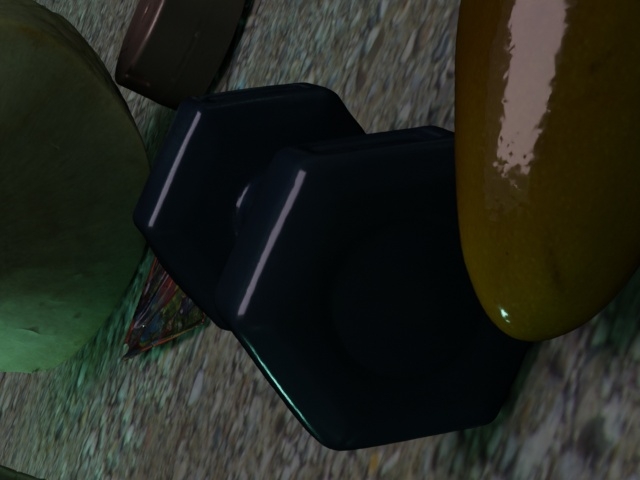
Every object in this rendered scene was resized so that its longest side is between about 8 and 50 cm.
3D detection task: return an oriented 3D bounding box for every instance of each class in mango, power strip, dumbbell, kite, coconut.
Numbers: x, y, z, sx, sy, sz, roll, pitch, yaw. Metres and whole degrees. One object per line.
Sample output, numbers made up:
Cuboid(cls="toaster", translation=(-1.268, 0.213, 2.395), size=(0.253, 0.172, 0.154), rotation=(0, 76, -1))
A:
Cuboid(cls="mango", translation=(0.114, -0.080, 0.746), size=(0.138, 0.113, 0.253), rotation=(4, 79, 67))
Cuboid(cls="power strip", translation=(-0.129, -0.202, 1.640), size=(0.154, 0.078, 0.154), rotation=(-58, 17, 30))
Cuboid(cls="dumbbell", translation=(0.000, -0.001, 0.924), size=(0.144, 0.156, 0.316), rotation=(-38, 17, -6))
Cuboid(cls="kite", translation=(-0.116, 0.034, 1.428), size=(0.183, 0.014, 0.241), rotation=(-59, 19, 16))
Cuboid(cls="coconut", translation=(-0.352, -0.056, 1.619), size=(0.415, 0.415, 0.344), rotation=(-117, 29, -67))

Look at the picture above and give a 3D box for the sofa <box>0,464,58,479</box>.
Cuboid(cls="sofa", translation=(-0.216, 0.237, 1.129), size=(0.176, 0.225, 0.210), rotation=(-29, 39, 68))
